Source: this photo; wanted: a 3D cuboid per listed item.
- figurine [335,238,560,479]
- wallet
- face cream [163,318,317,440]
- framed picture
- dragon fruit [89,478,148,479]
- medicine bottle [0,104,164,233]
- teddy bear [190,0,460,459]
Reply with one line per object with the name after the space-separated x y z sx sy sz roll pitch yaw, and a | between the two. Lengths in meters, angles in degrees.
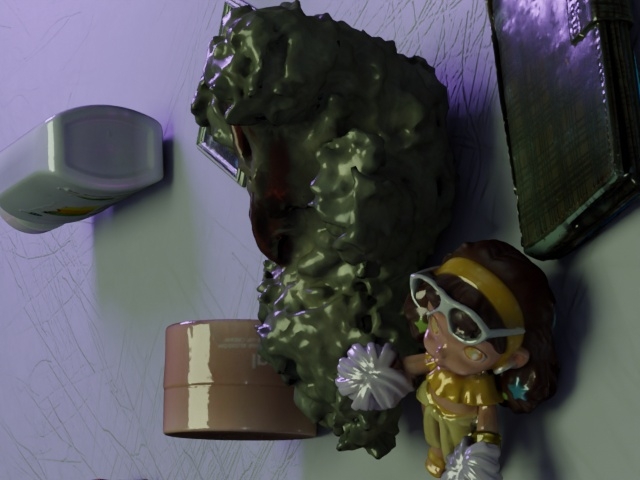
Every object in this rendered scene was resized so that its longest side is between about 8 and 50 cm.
0.111 0.108 1.413 0.175 0.116 0.240 40 132 33 | figurine
0.183 -0.156 1.394 0.169 0.044 0.317 135 135 -58 | wallet
-0.075 0.135 1.747 0.149 0.149 0.104 -17 70 62 | face cream
-0.094 -0.166 1.988 0.142 0.011 0.183 40 122 59 | framed picture
-0.280 0.378 2.122 0.317 0.152 0.205 -23 64 61 | dragon fruit
-0.308 -0.083 2.237 0.296 0.161 0.111 -17 73 61 | medicine bottle
0.000 0.000 1.562 0.357 0.224 0.367 159 112 -82 | teddy bear
